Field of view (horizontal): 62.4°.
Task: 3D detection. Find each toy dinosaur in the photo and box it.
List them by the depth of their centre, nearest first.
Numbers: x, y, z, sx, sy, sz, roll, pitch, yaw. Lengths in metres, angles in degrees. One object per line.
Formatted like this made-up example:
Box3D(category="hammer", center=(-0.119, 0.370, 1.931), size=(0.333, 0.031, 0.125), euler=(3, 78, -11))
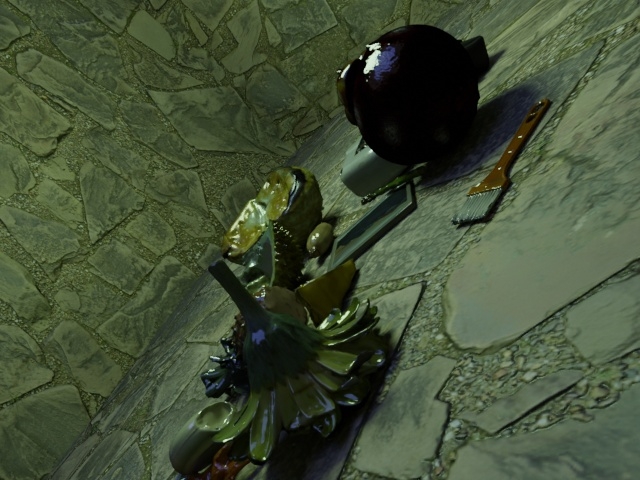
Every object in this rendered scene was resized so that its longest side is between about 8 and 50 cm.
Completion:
Box3D(category="toy dinosaur", center=(-0.170, 0.397, 0.882), size=(0.212, 0.057, 0.142), euler=(-31, 33, 53))

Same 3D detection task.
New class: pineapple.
Box3D(category="pineapple", center=(-0.155, 0.235, 1.133), size=(0.310, 0.141, 0.170), euler=(-48, 37, 31))

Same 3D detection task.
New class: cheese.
Box3D(category="cheese", center=(-0.228, 0.394, 0.987), size=(0.137, 0.064, 0.228), euler=(-13, -41, -50))

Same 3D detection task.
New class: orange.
Box3D(category="orange", center=(-0.128, -0.057, 1.639), size=(0.369, 0.210, 0.271), euler=(-46, 37, 12))

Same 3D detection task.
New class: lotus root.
Box3D(category="lotus root", center=(0.000, 0.000, 1.422), size=(0.073, 0.062, 0.150), euler=(-47, 12, 37))

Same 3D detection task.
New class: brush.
Box3D(category="brush", center=(0.330, -0.147, 0.931), size=(0.314, 0.017, 0.090), euler=(-53, 17, -22))

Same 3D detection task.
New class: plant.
Box3D(category="plant", center=(-0.032, 0.169, 0.802), size=(0.261, 0.297, 0.306), euler=(5, 27, 30))

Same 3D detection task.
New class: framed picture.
Box3D(category="framed picture", center=(0.119, -0.036, 1.258), size=(0.265, 0.018, 0.192), euler=(-42, 14, 22))

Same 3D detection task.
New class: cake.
Box3D(category="cake", center=(0.033, 0.111, 1.081), size=(0.079, 0.116, 0.184), euler=(-34, -13, 31))

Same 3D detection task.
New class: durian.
Box3D(category="durian", center=(-0.147, 0.094, 1.399), size=(0.306, 0.166, 0.172), euler=(-46, 8, 51))

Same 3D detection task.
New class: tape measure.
Box3D(category="tape measure", center=(0.177, -0.259, 1.465), size=(0.258, 0.130, 0.265), euler=(-35, 19, 36))

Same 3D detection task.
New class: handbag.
Box3D(category="handbag", center=(0.319, -0.481, 1.540), size=(0.256, 0.114, 0.285), euler=(-29, 10, -14))

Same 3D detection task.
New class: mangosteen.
Box3D(category="mangosteen", center=(0.184, -0.333, 1.201), size=(0.346, 0.307, 0.307), euler=(22, 65, 36))

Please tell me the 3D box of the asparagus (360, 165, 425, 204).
Box3D(category="asparagus", center=(0.170, -0.131, 1.288), size=(0.248, 0.025, 0.025), euler=(-25, 67, 58))
